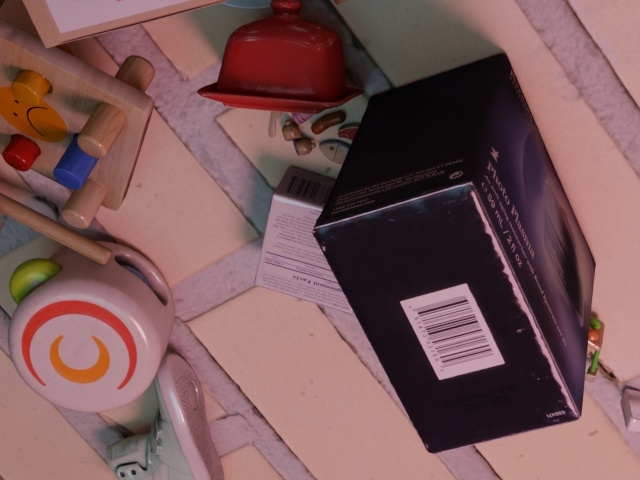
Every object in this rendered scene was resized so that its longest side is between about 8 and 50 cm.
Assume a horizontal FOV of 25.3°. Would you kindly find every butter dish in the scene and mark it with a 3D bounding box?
[{"bbox_3d":[-0.038,-0.203,1.537,0.160,0.160,0.118,5,102,11],"label":"butter dish"}]

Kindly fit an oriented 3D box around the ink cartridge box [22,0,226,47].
[{"bbox_3d":[-0.163,-0.295,1.439,0.234,0.193,0.088,-10,119,21],"label":"ink cartridge box"}]

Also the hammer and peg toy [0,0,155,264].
[{"bbox_3d":[-0.327,-0.125,1.654,0.266,0.127,0.361,27,151,-2],"label":"hammer and peg toy"}]

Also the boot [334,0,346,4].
[{"bbox_3d":[0.032,-0.352,1.452,0.152,0.073,0.197,37,113,-10],"label":"boot"}]

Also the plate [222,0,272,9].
[{"bbox_3d":[-0.082,-0.337,1.521,0.188,0.024,0.188,7,124,11],"label":"plate"}]

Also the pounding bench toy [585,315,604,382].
[{"bbox_3d":[0.311,0.123,1.691,0.083,0.052,0.065,35,125,-8],"label":"pounding bench toy"}]

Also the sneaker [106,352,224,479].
[{"bbox_3d":[-0.227,0.263,1.909,0.151,0.094,0.256,-3,124,11],"label":"sneaker"}]

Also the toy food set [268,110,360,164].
[{"bbox_3d":[0.000,-0.125,1.639,0.122,0.019,0.078,15,125,7],"label":"toy food set"}]

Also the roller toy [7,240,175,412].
[{"bbox_3d":[-0.284,0.107,1.795,0.191,0.146,0.209,4,117,4],"label":"roller toy"}]

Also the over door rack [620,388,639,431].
[{"bbox_3d":[0.526,0.172,1.628,0.324,0.108,0.239,16,125,6],"label":"over door rack"}]

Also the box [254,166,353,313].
[{"bbox_3d":[0.000,0.000,1.688,0.126,0.072,0.137,17,125,5],"label":"box"}]

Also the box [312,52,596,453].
[{"bbox_3d":[0.157,0.007,1.511,0.182,0.294,0.296,-17,117,23],"label":"box"}]
